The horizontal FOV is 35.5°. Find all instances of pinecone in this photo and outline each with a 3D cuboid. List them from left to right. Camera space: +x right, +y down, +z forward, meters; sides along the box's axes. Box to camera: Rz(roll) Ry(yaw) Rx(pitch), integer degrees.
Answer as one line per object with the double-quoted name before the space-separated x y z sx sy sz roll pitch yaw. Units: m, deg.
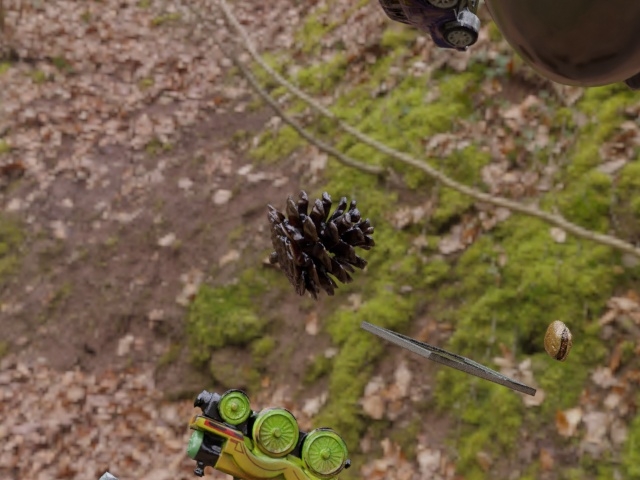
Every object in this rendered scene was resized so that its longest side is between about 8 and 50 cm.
"pinecone" 0.000 0.000 1.768 0.207 0.208 0.208 5 3 0

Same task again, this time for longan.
"longan" 0.300 -0.299 1.085 0.300 0.300 0.243 2 -19 -46

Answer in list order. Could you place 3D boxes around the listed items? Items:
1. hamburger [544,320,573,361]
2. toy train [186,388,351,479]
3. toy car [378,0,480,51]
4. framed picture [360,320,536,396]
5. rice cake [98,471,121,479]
"hamburger" 0.486 0.205 2.044 0.044 0.076 0.083 16 12 -2
"toy train" -0.094 0.365 1.718 0.296 0.161 0.100 25 -18 -8
"toy car" 0.169 -0.406 1.537 0.157 0.172 0.235 3 -27 24
"framed picture" 0.208 0.191 1.619 0.250 0.016 0.184 22 -1 -35
"rice cake" -0.366 0.518 1.921 0.042 0.080 0.222 28 -15 39
